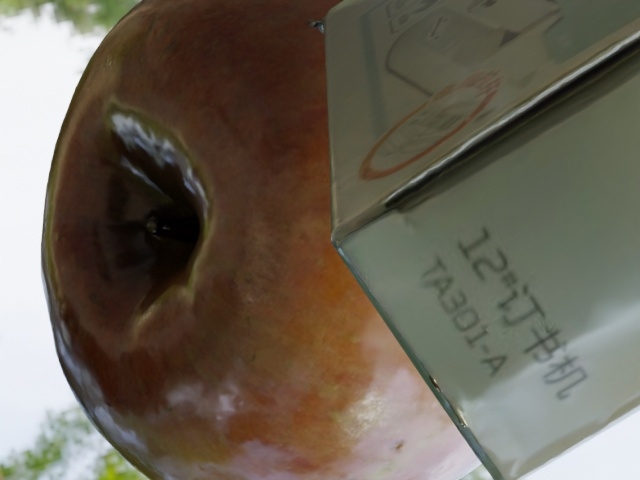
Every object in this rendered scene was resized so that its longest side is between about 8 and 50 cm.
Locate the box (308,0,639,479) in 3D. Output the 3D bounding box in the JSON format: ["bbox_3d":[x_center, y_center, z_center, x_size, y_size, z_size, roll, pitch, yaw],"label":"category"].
[{"bbox_3d":[0.072,-0.044,0.495,0.135,0.079,0.269,-32,-164,10],"label":"box"}]

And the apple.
[{"bbox_3d":[0.000,0.000,0.771,0.253,0.253,0.253,-10,-157,4],"label":"apple"}]
